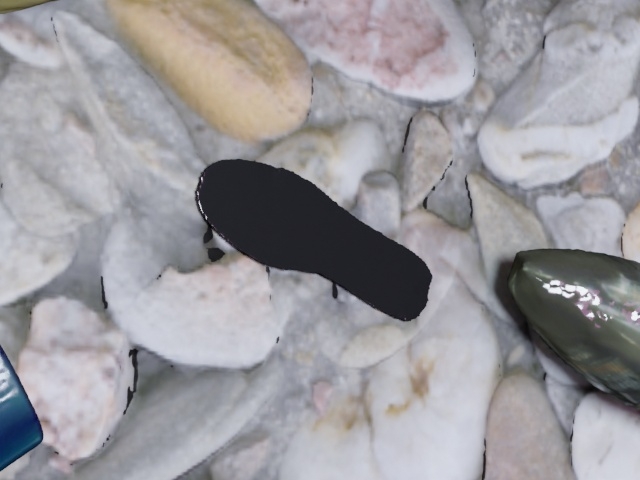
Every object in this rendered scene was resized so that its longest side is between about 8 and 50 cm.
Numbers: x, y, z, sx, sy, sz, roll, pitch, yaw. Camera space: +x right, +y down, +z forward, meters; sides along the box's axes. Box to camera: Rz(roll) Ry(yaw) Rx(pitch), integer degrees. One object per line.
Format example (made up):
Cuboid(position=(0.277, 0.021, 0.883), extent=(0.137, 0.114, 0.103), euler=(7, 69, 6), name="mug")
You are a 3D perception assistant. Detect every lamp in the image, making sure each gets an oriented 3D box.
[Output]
Cuboid(position=(0.232, 0.070, 0.990), extent=(0.250, 0.101, 0.101), euler=(24, 73, -25), name="lamp")

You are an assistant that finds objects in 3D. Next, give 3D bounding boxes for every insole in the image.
Cuboid(position=(0.000, 0.000, 0.893), extent=(0.188, 0.004, 0.064), euler=(28, 72, -29), name="insole")

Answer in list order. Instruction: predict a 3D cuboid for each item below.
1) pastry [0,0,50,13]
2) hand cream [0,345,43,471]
Cuboid(position=(-0.149, -0.252, 0.719), extent=(0.237, 0.170, 0.256), euler=(-11, 97, -31), name="pastry")
Cuboid(position=(-0.270, 0.133, 0.680), extent=(0.270, 0.061, 0.120), euler=(-31, 108, -24), name="hand cream")
